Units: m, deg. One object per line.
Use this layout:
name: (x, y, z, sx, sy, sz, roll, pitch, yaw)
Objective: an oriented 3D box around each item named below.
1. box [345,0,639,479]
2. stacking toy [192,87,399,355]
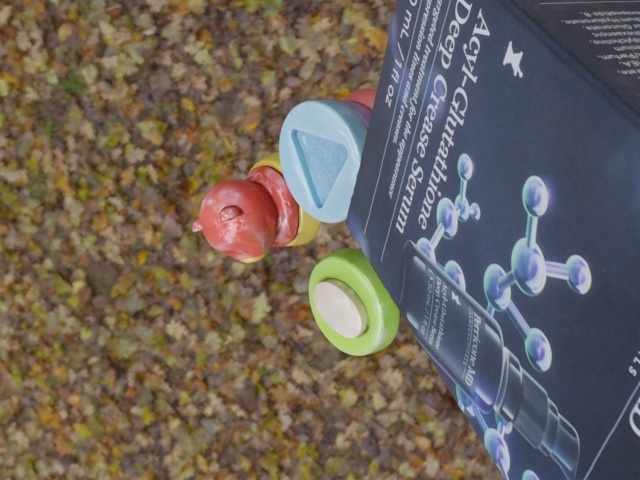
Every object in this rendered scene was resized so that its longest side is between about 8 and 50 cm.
box: (0.207, -0.015, 0.645, 0.395, 0.212, 0.294, -121, 32, -43)
stacking toy: (0.000, 0.000, 1.000, 0.309, 0.130, 0.280, -35, 78, 50)
